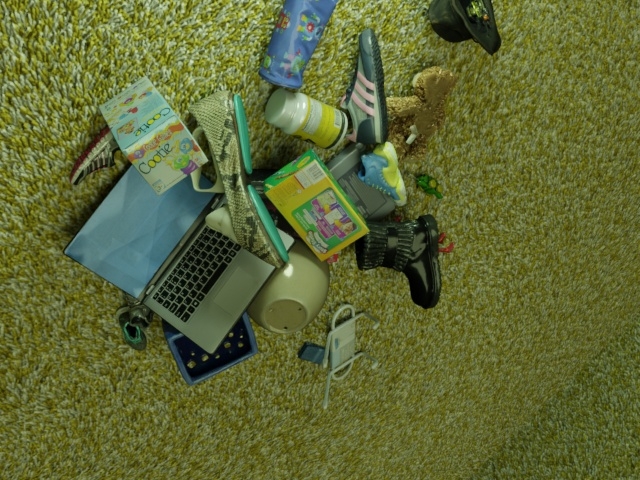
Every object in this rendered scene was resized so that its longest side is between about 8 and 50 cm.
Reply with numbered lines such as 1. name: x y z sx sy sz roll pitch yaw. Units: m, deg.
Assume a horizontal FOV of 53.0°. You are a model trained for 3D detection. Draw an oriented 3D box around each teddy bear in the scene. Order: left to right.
1. teddy bear: 0.284 -0.375 1.937 0.245 0.113 0.337 -9 132 -16

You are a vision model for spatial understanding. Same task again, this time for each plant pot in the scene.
1. plant pot: -0.343 0.243 1.886 0.236 0.212 0.235 -25 135 -14
2. plant pot: -0.106 0.159 1.844 0.284 0.190 0.284 -3 124 -4

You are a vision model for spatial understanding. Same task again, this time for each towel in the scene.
1. towel: -0.024 0.407 2.305 0.120 0.029 0.067 24 104 -39

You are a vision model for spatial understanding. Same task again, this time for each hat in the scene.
1. hat: 0.373 -0.630 1.756 0.134 0.331 0.331 -16 141 33

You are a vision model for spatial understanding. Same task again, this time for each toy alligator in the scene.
1. toy alligator: 0.348 -0.195 2.116 0.190 0.056 0.051 28 61 -38

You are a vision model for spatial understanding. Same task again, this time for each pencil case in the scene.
1. pencil case: -0.049 -0.532 1.619 0.133 0.119 0.306 8 115 -41

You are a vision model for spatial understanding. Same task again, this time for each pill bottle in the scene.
1. pill bottle: -0.039 -0.333 1.754 0.209 0.119 0.119 17 110 -36

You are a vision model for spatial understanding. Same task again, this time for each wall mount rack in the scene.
1. wall mount rack: 0.080 0.413 2.270 0.304 0.131 0.349 -28 132 -34

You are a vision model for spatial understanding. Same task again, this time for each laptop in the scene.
1. laptop: -0.354 0.017 1.670 0.381 0.408 0.236 -54 162 -8

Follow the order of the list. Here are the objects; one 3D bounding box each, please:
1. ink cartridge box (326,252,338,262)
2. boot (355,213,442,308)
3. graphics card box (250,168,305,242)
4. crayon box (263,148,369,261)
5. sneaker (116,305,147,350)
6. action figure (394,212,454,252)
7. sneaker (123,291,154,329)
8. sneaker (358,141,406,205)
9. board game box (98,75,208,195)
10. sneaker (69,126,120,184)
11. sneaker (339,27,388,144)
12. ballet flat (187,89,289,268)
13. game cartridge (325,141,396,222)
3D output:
1. ink cartridge box: 0.000 0.000 2.030 0.109 0.063 0.150 -10 124 -24
2. boot: 0.246 0.084 2.086 0.260 0.131 0.347 -12 111 -14
3. graphics card box: -0.102 -0.030 1.893 0.233 0.094 0.370 1 120 -7
4. crayon box: -0.009 -0.092 1.764 0.165 0.081 0.278 -33 119 12
5. sneaker: -0.552 0.274 1.884 0.065 0.076 0.166 -25 129 -13
6. action figure: 0.338 -0.017 2.198 0.281 0.091 0.139 -5 129 -28
7. sneaker: -0.513 0.159 1.785 0.086 0.132 0.228 -15 129 3
8. sneaker: 0.182 -0.190 1.945 0.126 0.091 0.240 -17 130 5
9. board game box: -0.394 -0.250 1.500 0.144 0.275 0.142 -36 131 -4
10. sneaker: -0.548 -0.195 1.587 0.075 0.063 0.170 38 92 -34
11. sneaker: 0.110 -0.424 1.795 0.131 0.112 0.318 0 109 19
12. ballet flat: -0.229 -0.138 1.631 0.182 0.164 0.482 -18 85 5
13. game cartridge: 0.111 -0.155 2.002 0.196 0.060 0.294 -42 131 -4
